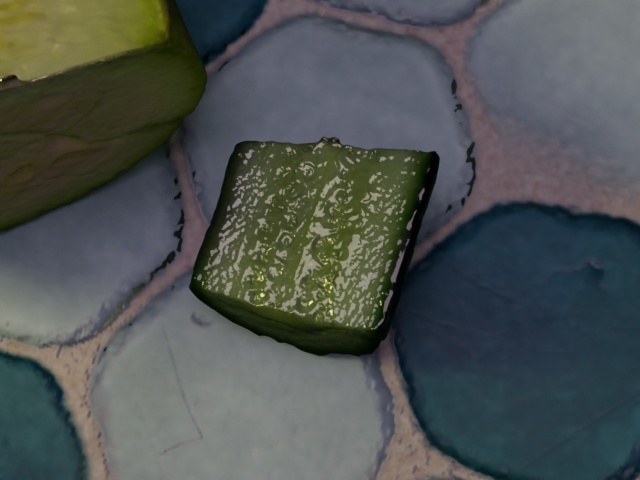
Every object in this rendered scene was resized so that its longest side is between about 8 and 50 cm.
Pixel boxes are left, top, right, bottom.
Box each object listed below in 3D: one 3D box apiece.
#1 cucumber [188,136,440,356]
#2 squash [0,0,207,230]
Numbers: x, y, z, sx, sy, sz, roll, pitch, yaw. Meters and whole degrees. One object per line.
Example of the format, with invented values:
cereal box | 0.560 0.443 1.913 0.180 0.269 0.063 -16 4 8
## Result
cucumber | 0.000 0.000 0.862 0.116 0.062 0.115 12 71 17
squash | -0.229 -0.171 0.866 0.233 0.210 0.309 -19 75 -15
